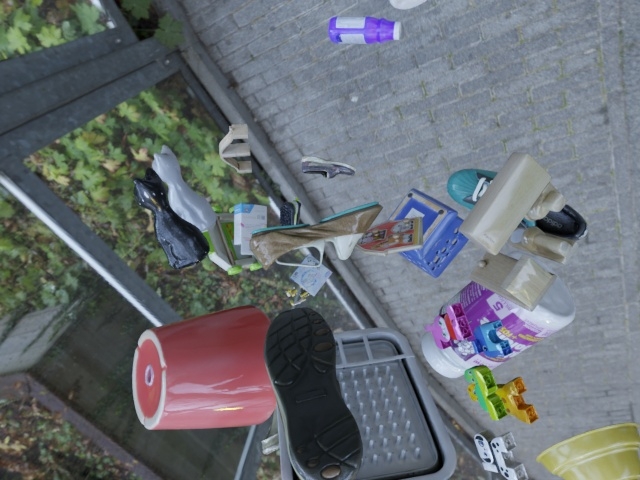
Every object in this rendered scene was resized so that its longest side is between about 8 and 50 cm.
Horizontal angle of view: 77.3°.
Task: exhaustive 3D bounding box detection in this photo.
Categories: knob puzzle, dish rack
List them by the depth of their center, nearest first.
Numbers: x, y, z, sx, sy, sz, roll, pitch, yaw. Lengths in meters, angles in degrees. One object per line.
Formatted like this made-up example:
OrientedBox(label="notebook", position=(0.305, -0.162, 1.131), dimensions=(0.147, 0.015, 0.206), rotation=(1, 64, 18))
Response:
OrientedBox(label="dish rack", position=(0.062, 0.314, 0.749), dimensions=(0.286, 0.332, 0.072), rotation=(-5, 122, -7))
OrientedBox(label="knob puzzle", position=(0.173, -0.017, 1.067), dimensions=(0.213, 0.213, 0.029), rotation=(-10, 115, 19))

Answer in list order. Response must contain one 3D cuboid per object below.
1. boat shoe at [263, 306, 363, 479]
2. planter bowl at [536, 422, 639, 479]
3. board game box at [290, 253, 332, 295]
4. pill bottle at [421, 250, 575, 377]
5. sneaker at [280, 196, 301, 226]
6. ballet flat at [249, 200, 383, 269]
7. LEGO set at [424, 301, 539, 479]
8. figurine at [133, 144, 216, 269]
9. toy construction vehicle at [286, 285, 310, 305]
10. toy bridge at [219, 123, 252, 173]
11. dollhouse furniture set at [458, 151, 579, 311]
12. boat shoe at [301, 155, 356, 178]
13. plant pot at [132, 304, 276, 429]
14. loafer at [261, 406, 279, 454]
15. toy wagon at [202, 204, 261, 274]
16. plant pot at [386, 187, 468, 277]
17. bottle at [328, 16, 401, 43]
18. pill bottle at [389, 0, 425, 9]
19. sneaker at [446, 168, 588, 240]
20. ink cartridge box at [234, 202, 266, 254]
OrientedBox(label="boat shoe", position=(-0.022, 0.251, 0.647), dimensions=(0.123, 0.324, 0.119), rotation=(-7, 125, -7))
OrientedBox(label="planter bowl", position=(0.575, 0.465, 0.825), dimensions=(0.218, 0.090, 0.217), rotation=(-7, 136, -7))
OrientedBox(label="board game box", position=(-0.027, 0.101, 1.174), dimensions=(0.090, 0.090, 0.020), rotation=(40, 165, -5))
OrientedBox(label="pill bottle", position=(0.352, 0.173, 0.846), dimensions=(0.169, 0.169, 0.301), rotation=(26, 132, -8))
OrientedBox(label="sneaker", position=(-0.114, -0.061, 1.628), dimensions=(0.084, 0.097, 0.234), rotation=(26, 124, 22))
OrientedBox(label="ballet flat", position=(0.000, 0.000, 0.991), dimensions=(0.343, 0.116, 0.124), rotation=(-14, 87, -8))
OrientedBox(label="LEGO set", position=(0.225, 0.200, 0.568), dimensions=(0.087, 0.227, 0.093), rotation=(-10, 166, -28))
OrientedBox(label="figurine", position=(-0.313, -0.083, 0.860), dimensions=(0.093, 0.214, 0.209), rotation=(-17, 124, 5))
OrientedBox(label="toy construction vehicle", position=(-0.068, 0.184, 1.418), dimensions=(0.098, 0.035, 0.085), rotation=(-30, 144, -14))
OrientedBox(label="toy bridge", position=(-0.179, -0.188, 0.839), dimensions=(0.063, 0.026, 0.188), rotation=(-6, 167, -8))
OrientedBox(label="dollhouse furniture set", position=(0.238, -0.019, 0.542), dimensions=(0.151, 0.123, 0.144), rotation=(33, 93, -22))
OrientedBox(label="boat shoe", position=(0.039, -0.352, 2.009), dimensions=(0.286, 0.092, 0.103), rotation=(9, 174, -19))
OrientedBox(label="plant pot", position=(-0.257, 0.283, 0.879), dimensions=(0.243, 0.274, 0.275), rotation=(5, 139, -40))
OrientedBox(label="loafer", position=(-0.113, 0.565, 1.261), dimensions=(0.102, 0.268, 0.092), rotation=(-38, 83, 22))
OrientedBox(label="toy wagon", position=(-0.355, -0.001, 1.525), dimensions=(0.068, 0.344, 0.267), rotation=(-27, 80, 33))
OrientedBox(label="plant pot", position=(0.368, -0.037, 1.434), dimensions=(0.236, 0.236, 0.212), rotation=(-53, 142, 4))
OrientedBox(label="bottle", position=(0.179, -0.845, 1.611), dimensions=(0.283, 0.118, 0.092), rotation=(9, 101, 16))
OrientedBox(label="pill bottle", position=(0.221, -0.889, 1.153), dimensions=(0.204, 0.204, 0.360), rotation=(-26, 86, 28))
OrientedBox(label="sneaker", position=(0.423, -0.084, 0.870), dimensions=(0.302, 0.121, 0.108), rotation=(24, 99, 16))
OrientedBox(label="ink cartridge box", position=(-0.252, -0.036, 1.439), dimensions=(0.105, 0.181, 0.062), rotation=(4, 172, -37))
